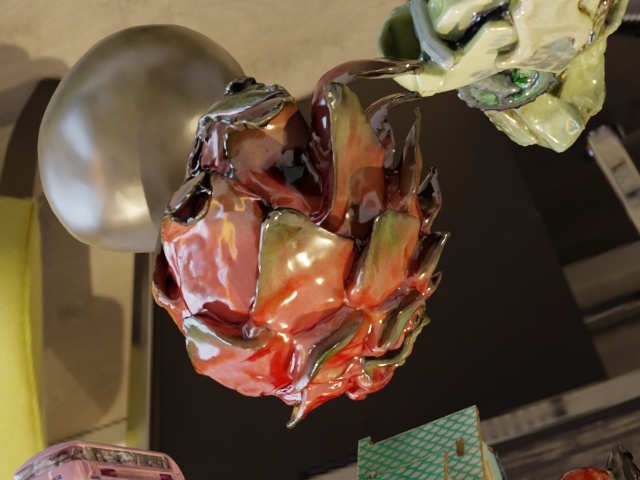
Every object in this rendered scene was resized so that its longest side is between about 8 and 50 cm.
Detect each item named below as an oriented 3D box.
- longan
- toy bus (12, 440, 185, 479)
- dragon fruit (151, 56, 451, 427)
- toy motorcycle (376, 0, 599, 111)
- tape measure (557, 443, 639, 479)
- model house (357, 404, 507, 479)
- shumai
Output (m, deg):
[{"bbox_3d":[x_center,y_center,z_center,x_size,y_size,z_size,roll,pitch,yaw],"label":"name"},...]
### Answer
[{"bbox_3d":[-0.154,-0.091,0.957,0.196,0.196,0.220,41,79,-34],"label":"longan"},{"bbox_3d":[-0.151,0.199,0.779,0.063,0.090,0.203,-28,161,6],"label":"toy bus"},{"bbox_3d":[-0.007,0.002,0.418,0.121,0.130,0.142,-5,103,-10],"label":"dragon fruit"},{"bbox_3d":[0.198,-0.283,1.144,0.236,0.169,0.410,-5,146,-17],"label":"toy motorcycle"},{"bbox_3d":[0.083,0.253,0.474,0.253,0.260,0.114,-40,116,23],"label":"tape measure"},{"bbox_3d":[0.054,0.241,0.703,0.178,0.271,0.206,-22,147,17],"label":"model house"},{"bbox_3d":[0.355,-0.322,1.746,0.394,0.395,0.348,-17,108,6],"label":"shumai"}]
